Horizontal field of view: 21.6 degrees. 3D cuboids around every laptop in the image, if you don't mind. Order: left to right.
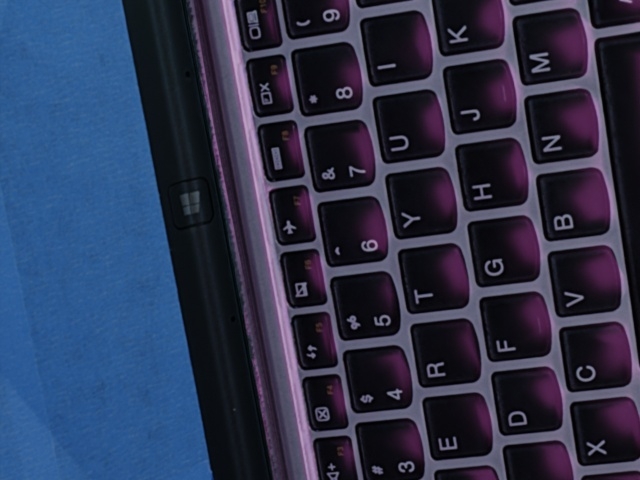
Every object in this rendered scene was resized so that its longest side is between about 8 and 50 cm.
[{"bbox_3d":[0.000,0.000,0.408,0.407,0.236,0.382,-7,101,13],"label":"laptop"}]
